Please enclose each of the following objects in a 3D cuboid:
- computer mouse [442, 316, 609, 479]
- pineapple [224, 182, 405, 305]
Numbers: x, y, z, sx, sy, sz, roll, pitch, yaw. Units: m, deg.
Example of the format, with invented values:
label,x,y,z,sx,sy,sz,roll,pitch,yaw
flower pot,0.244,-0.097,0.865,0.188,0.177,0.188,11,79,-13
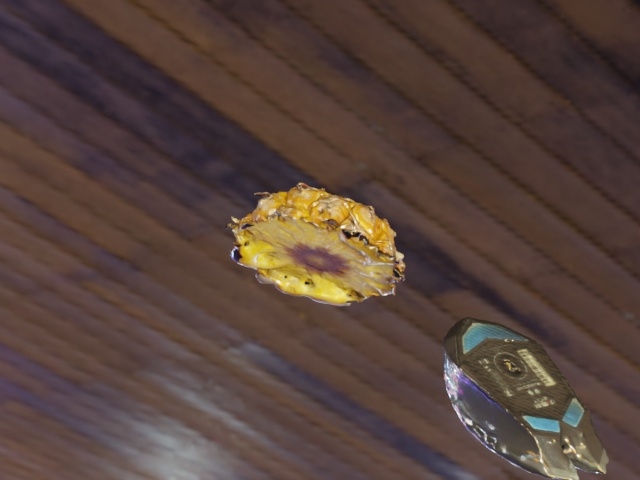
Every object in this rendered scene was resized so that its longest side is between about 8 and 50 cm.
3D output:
label,x,y,z,sx,sy,sz,roll,pitch,yaw
computer mouse,0.122,0.105,0.912,0.079,0.135,0.047,-11,138,-40
pineapple,0.000,0.000,1.639,0.225,0.076,0.225,11,152,6
